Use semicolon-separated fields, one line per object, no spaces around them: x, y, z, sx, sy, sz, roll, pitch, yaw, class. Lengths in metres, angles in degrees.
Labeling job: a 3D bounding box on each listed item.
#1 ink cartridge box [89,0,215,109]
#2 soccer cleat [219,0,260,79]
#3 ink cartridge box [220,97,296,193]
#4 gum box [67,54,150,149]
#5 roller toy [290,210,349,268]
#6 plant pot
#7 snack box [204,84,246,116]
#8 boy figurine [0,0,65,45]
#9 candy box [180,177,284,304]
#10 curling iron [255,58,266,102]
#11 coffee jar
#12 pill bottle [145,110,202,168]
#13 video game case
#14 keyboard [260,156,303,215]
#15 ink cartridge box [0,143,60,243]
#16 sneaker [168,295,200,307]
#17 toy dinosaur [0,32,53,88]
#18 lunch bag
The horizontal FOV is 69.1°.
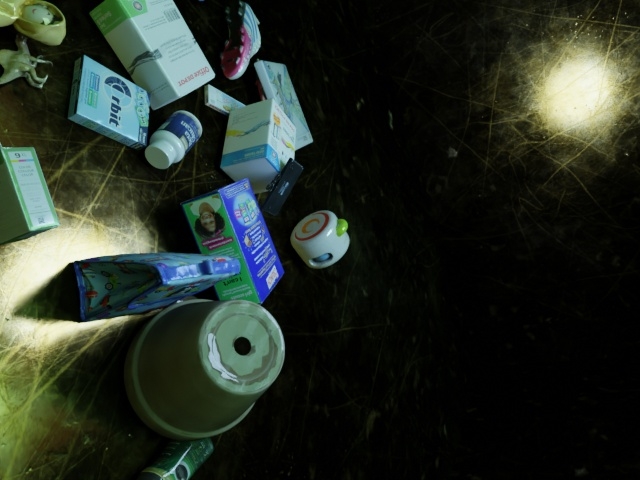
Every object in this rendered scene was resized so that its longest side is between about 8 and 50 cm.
-0.436;-0.519;1.244;0.272;0.115;0.198;61;34;-24;ink cartridge box
-0.258;-0.676;1.605;0.143;0.116;0.331;30;53;-51;soccer cleat
-0.192;-0.298;1.491;0.171;0.168;0.232;45;41;-54;ink cartridge box
-0.505;-0.328;1.126;0.184;0.041;0.156;22;59;-54;gum box
0.000;0.000;1.692;0.191;0.209;0.146;-45;123;-16;roller toy
-0.229;0.258;1.015;0.323;0.280;0.323;16;60;-29;plant pot
-0.307;-0.443;1.521;0.178;0.022;0.064;15;66;-56;snack box
-0.638;-0.486;0.893;0.285;0.092;0.177;39;46;-32;boy figurine
-0.233;0.005;1.305;0.268;0.122;0.317;-59;130;-74;candy box
-0.225;-0.553;1.677;0.035;0.068;0.273;26;51;-51;curling iron
-0.328;0.508;1.043;0.184;0.079;0.096;-46;118;-57;coffee jar
-0.392;-0.265;1.236;0.094;0.094;0.169;56;36;-31;pill bottle
-0.130;-0.511;1.767;0.300;0.036;0.328;-57;127;-69;video game case
-0.124;-0.167;1.418;0.180;0.023;0.108;-61;152;1;keyboard
-0.571;-0.108;0.859;0.062;0.109;0.209;-26;100;-60;ink cartridge box
-0.308;0.177;1.219;0.188;0.071;0.066;33;51;-50;sneaker
-0.617;-0.353;0.957;0.093;0.053;0.183;26;47;-35;toy dinosaur
-0.334;0.075;0.996;0.221;0.293;0.138;-2;80;-59;lunch bag
